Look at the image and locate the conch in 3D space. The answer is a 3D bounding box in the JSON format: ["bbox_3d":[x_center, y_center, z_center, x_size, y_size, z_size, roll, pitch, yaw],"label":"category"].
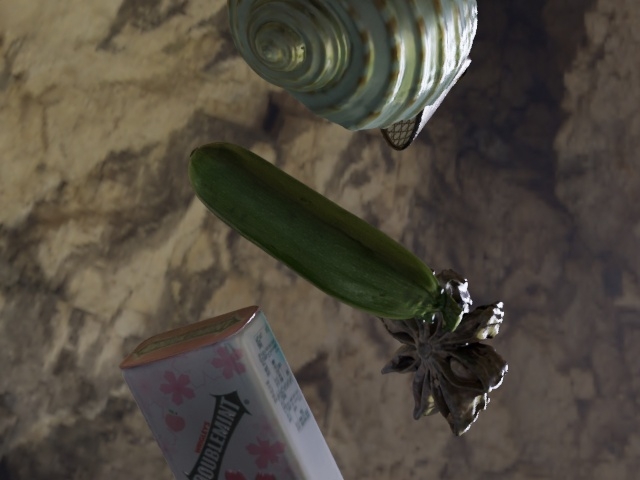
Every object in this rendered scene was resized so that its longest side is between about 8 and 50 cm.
[{"bbox_3d":[0.027,-0.129,0.731,0.135,0.153,0.102,59,-19,-9],"label":"conch"}]

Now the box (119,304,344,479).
[{"bbox_3d":[-0.088,0.278,1.683,0.190,0.112,0.369,-19,-77,28],"label":"box"}]

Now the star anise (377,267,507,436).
[{"bbox_3d":[0.170,0.135,1.784,0.236,0.109,0.223,11,-69,57],"label":"star anise"}]

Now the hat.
[{"bbox_3d":[0.117,-0.189,1.401,0.082,0.193,0.193,-1,-45,-12],"label":"hat"}]

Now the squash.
[{"bbox_3d":[0.000,0.000,1.578,0.379,0.101,0.101,30,-45,10],"label":"squash"}]
